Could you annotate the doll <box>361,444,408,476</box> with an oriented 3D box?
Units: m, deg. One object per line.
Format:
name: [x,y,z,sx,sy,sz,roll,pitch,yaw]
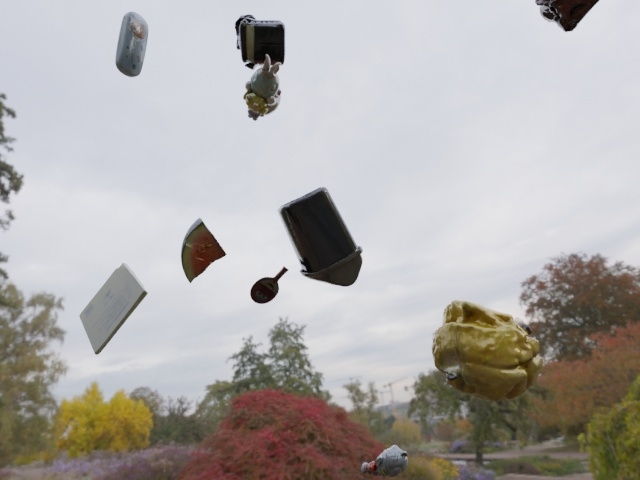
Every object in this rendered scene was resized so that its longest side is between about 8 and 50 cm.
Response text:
doll: [0.184,0.627,1.199,0.094,0.079,0.180,26,-48,-20]

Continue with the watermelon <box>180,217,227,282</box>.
watermelon: [-0.374,0.031,1.287,0.145,0.137,0.193,-40,-9,-11]

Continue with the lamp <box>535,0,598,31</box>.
lamp: [0.440,-0.459,0.658,0.215,0.223,0.151,-19,-59,42]

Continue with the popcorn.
popcorn: [0.247,0.169,0.655,0.152,0.167,0.149,-9,-57,-35]

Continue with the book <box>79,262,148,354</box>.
book: [-0.484,0.148,0.988,0.192,0.168,0.013,27,-13,48]

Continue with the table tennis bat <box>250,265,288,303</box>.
table tennis bat: [-0.165,0.145,1.407,0.155,0.019,0.098,-46,-55,-1]

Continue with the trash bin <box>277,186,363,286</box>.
trash bin: [0.000,0.000,1.280,0.182,0.291,0.209,-27,8,-17]

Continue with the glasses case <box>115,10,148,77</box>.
glasses case: [-0.514,-0.535,1.168,0.045,0.179,0.067,-1,-11,34]

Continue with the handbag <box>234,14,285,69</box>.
handbag: [-0.221,-0.729,1.580,0.181,0.254,0.181,0,-60,-6]

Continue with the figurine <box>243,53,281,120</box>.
figurine: [-0.199,-0.519,1.464,0.155,0.127,0.235,-46,1,-11]
